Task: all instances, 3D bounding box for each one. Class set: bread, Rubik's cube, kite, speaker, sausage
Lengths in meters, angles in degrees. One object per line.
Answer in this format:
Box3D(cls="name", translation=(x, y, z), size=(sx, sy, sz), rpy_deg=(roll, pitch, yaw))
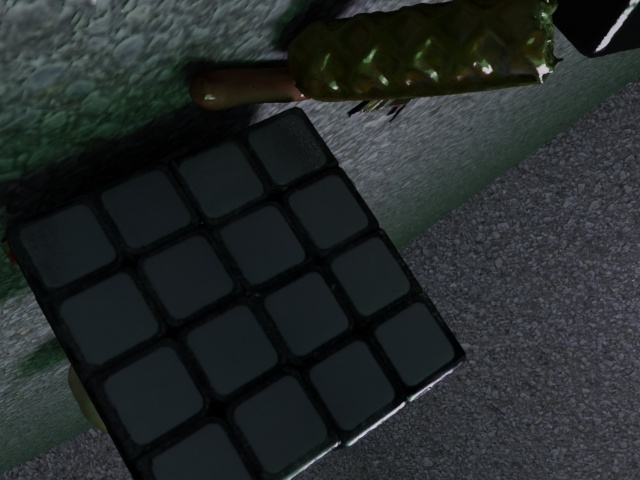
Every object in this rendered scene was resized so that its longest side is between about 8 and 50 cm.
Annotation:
Box3D(cls="bread", translation=(0.089, -0.182, 0.616), size=(0.269, 0.087, 0.098), rpy_deg=(1, -160, 27))
Box3D(cls="Rubik's cube", translation=(-0.106, 0.111, 0.746), size=(0.337, 0.344, 0.344), rpy_deg=(-29, 169, -23))
Box3D(cls="kite", translation=(0.183, -0.267, 1.017), size=(0.321, 0.016, 0.234), rpy_deg=(-26, 166, -39))
Box3D(cls="speaker", translation=(0.398, -0.357, 0.783), size=(0.388, 0.180, 0.184), rpy_deg=(-24, 162, -42))
Box3D(cls="sausage", translation=(-0.068, -0.158, 0.660), size=(0.043, 0.043, 0.186), rpy_deg=(-40, 168, 37))

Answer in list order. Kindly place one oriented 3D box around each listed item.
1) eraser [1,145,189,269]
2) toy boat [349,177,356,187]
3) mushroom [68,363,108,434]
Box3D(cls="eraser", translation=(-0.247, -0.022, 0.781), size=(0.230, 0.038, 0.157), rpy_deg=(-31, 170, -11))
Box3D(cls="toy boat", translation=(-0.062, -0.043, 1.097), size=(0.319, 0.092, 0.141), rpy_deg=(-27, 176, -29))
Box3D(cls="mushroom", translation=(-0.370, 0.249, 1.243), size=(0.234, 0.254, 0.260), rpy_deg=(5, 162, 43))
